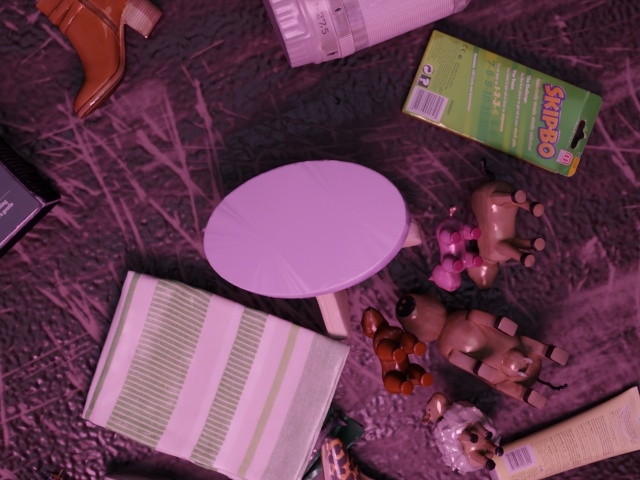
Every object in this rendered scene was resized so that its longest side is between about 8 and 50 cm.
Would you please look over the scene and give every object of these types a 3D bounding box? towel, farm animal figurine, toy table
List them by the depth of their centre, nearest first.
[{"bbox_3d":[0.000,0.000,1.847,0.274,0.161,0.252,2,80,18],"label":"toy table"},{"bbox_3d":[0.202,0.104,1.889,0.330,0.172,0.327,-47,115,-13],"label":"farm animal figurine"},{"bbox_3d":[-0.150,0.199,1.898,0.325,0.038,0.248,21,102,9],"label":"towel"}]

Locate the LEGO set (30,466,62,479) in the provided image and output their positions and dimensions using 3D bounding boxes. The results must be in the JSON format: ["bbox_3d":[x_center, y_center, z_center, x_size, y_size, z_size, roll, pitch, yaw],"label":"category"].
[{"bbox_3d":[-0.323,0.469,1.852,0.331,0.255,0.192,42,115,3],"label":"LEGO set"}]

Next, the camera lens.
[{"bbox_3d":[0.053,-0.369,1.824,0.274,0.219,0.219,-21,95,-1],"label":"camera lens"}]

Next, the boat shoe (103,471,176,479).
[{"bbox_3d":[-0.168,0.395,1.900,0.302,0.114,0.091,15,94,20],"label":"boat shoe"}]

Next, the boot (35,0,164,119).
[{"bbox_3d":[-0.326,-0.279,1.890,0.152,0.073,0.197,32,80,-6],"label":"boot"}]

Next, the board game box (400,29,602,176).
[{"bbox_3d":[0.255,-0.190,1.939,0.259,0.039,0.124,21,94,-1],"label":"board game box"}]

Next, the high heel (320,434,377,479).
[{"bbox_3d":[0.105,0.341,1.912,0.186,0.093,0.261,-15,127,3],"label":"high heel"}]

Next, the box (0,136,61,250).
[{"bbox_3d":[-0.582,-0.047,1.840,0.343,0.179,0.312,-43,96,1],"label":"box"}]

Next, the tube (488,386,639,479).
[{"bbox_3d":[0.355,0.292,1.973,0.240,0.062,0.070,-20,139,-6],"label":"tube"}]

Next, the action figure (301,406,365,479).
[{"bbox_3d":[-0.056,0.328,1.954,0.137,0.063,0.232,35,96,-8],"label":"action figure"}]
